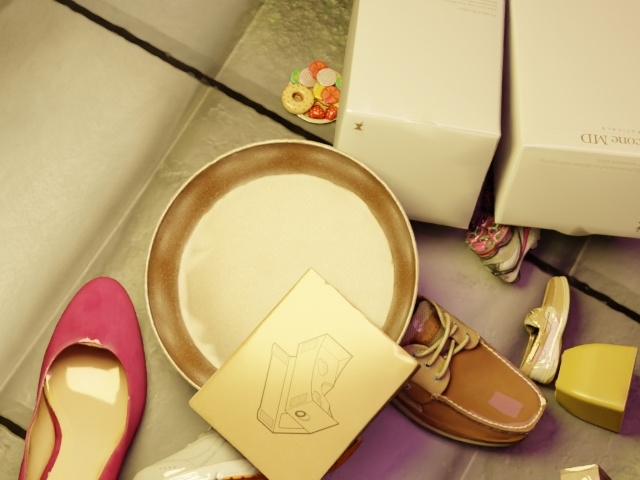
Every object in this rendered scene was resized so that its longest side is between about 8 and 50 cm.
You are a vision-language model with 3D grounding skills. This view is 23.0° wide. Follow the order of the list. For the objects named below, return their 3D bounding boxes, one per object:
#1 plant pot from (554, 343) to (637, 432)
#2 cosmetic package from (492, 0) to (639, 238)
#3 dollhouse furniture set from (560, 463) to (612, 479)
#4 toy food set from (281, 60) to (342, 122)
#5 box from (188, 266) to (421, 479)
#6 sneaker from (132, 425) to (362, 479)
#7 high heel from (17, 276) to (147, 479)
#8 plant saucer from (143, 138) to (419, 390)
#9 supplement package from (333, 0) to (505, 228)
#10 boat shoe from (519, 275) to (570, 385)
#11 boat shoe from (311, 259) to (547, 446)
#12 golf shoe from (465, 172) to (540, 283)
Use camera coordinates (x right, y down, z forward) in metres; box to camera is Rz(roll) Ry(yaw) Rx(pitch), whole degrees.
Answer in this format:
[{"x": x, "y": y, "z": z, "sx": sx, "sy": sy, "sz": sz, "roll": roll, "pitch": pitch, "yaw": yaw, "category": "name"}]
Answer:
[{"x": 0.317, "y": 0.165, "z": 1.827, "sx": 0.083, "sy": 0.081, "sz": 0.081, "roll": 12, "pitch": 66, "yaw": 13, "category": "plant pot"}, {"x": 0.309, "y": -0.192, "z": 1.892, "sx": 0.197, "sy": 0.155, "sz": 0.365, "roll": 4, "pitch": 51, "yaw": -5, "category": "cosmetic package"}, {"x": 0.398, "y": 0.318, "z": 1.703, "sx": 0.242, "sy": 0.212, "sz": 0.161, "roll": -13, "pitch": 64, "yaw": 19, "category": "dollhouse furniture set"}, {"x": -0.003, "y": -0.186, "z": 1.976, "sx": 0.083, "sy": 0.020, "sz": 0.082, "roll": 23, "pitch": 67, "yaw": 5, "category": "toy food set"}, {"x": -0.017, "y": 0.156, "z": 1.697, "sx": 0.164, "sy": 0.021, "sz": 0.201, "roll": 41, "pitch": 88, "yaw": 15, "category": "box"}, {"x": -0.093, "y": 0.224, "z": 1.766, "sx": 0.263, "sy": 0.099, "sz": 0.121, "roll": -14, "pitch": 62, "yaw": -19, "category": "sneaker"}, {"x": -0.259, "y": 0.194, "z": 1.706, "sx": 0.127, "sy": 0.181, "sz": 0.377, "roll": 4, "pitch": 67, "yaw": -3, "category": "high heel"}, {"x": -0.042, "y": 0.041, "z": 1.759, "sx": 0.311, "sy": 0.050, "sz": 0.310, "roll": -2, "pitch": 80, "yaw": 9, "category": "plant saucer"}, {"x": 0.115, "y": -0.188, "z": 1.868, "sx": 0.178, "sy": 0.175, "sz": 0.293, "roll": 10, "pitch": 52, "yaw": -2, "category": "supplement package"}, {"x": 0.264, "y": 0.102, "z": 1.862, "sx": 0.045, "sy": 0.050, "sz": 0.135, "roll": 15, "pitch": 67, "yaw": -5, "category": "boat shoe"}, {"x": 0.108, "y": 0.124, "z": 1.801, "sx": 0.324, "sy": 0.120, "sz": 0.122, "roll": 29, "pitch": 68, "yaw": 8, "category": "boat shoe"}, {"x": 0.236, "y": -0.031, "z": 1.917, "sx": 0.086, "sy": 0.067, "sz": 0.186, "roll": 50, "pitch": 50, "yaw": -29, "category": "golf shoe"}]
